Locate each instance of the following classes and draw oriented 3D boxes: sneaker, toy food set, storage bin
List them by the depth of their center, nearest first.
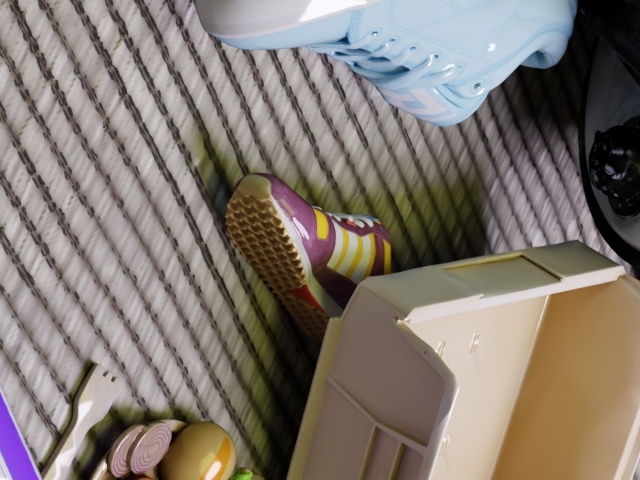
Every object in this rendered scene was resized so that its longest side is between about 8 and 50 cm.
[{"bbox_3d":[-0.104,0.176,1.128,0.192,0.038,0.132,41,69,-43],"label":"toy food set"},{"bbox_3d":[0.068,-0.144,1.168,0.366,0.135,0.150,-17,108,-42],"label":"sneaker"},{"bbox_3d":[0.000,0.000,1.180,0.084,0.069,0.185,-53,140,-21],"label":"sneaker"},{"bbox_3d":[0.114,0.148,1.241,0.262,0.123,0.260,-9,122,-44],"label":"storage bin"}]

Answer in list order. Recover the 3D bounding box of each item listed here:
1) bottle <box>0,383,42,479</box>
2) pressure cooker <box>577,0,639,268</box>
[{"bbox_3d":[-0.207,0.154,0.960,0.092,0.118,0.283,-40,126,-36],"label":"bottle"},{"bbox_3d":[0.395,-0.105,1.286,0.420,0.370,0.375,15,71,-23],"label":"pressure cooker"}]
